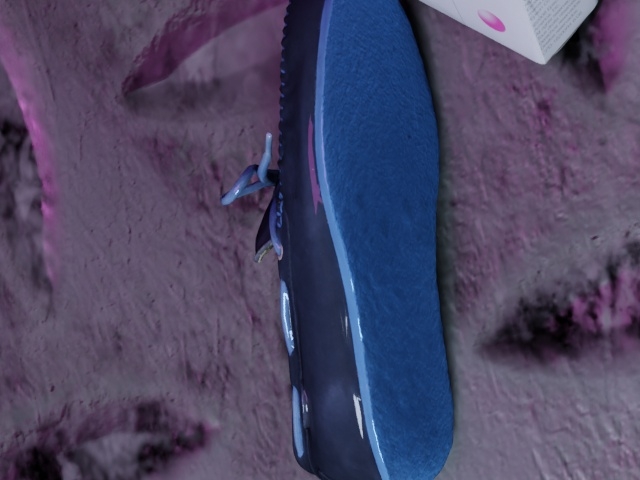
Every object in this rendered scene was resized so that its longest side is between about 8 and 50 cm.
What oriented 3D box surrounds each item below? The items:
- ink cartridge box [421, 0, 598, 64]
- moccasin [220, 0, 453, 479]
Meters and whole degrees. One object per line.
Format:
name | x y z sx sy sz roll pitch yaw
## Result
ink cartridge box | -0.006 -0.274 1.143 0.324 0.330 0.071 33 78 31
moccasin | 0.000 0.000 1.252 0.116 0.137 0.342 -1 91 42
